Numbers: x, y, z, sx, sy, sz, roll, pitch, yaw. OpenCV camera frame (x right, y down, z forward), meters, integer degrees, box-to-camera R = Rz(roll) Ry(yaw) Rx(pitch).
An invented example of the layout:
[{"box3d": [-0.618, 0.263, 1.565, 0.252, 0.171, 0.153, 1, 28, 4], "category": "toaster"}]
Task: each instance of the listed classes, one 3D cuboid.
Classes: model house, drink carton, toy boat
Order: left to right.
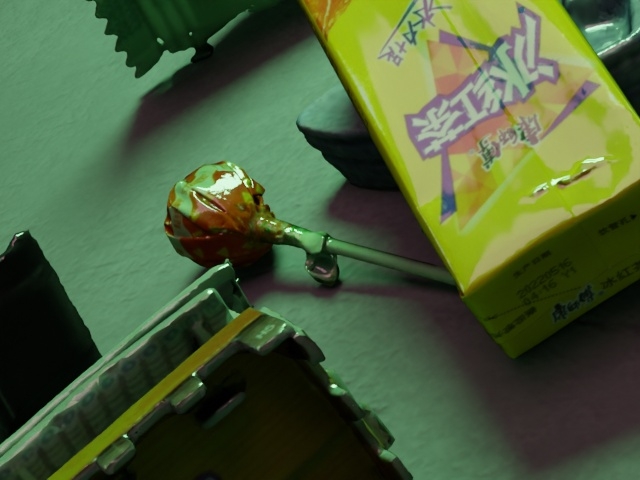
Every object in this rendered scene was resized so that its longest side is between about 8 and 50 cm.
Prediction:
[{"box3d": [-0.067, 0.148, 0.893, 0.224, 0.198, 0.215, -42, 22, -14], "category": "model house"}, {"box3d": [0.102, -0.107, 1.065, 0.154, 0.111, 0.351, -33, 54, 9], "category": "drink carton"}, {"box3d": [0.118, -0.113, 1.193, 0.283, 0.078, 0.127, -17, 37, 21], "category": "toy boat"}]

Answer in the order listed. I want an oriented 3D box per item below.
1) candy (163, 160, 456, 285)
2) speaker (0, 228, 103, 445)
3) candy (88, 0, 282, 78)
[{"box3d": [0.001, 0.000, 1.159, 0.287, 0.078, 0.084, 13, 41, 37], "category": "candy"}, {"box3d": [-0.255, 0.178, 1.028, 0.184, 0.180, 0.388, -20, 35, 7], "category": "speaker"}, {"box3d": [-0.062, -0.335, 1.455, 0.398, 0.263, 0.172, -38, 46, -10], "category": "candy"}]
